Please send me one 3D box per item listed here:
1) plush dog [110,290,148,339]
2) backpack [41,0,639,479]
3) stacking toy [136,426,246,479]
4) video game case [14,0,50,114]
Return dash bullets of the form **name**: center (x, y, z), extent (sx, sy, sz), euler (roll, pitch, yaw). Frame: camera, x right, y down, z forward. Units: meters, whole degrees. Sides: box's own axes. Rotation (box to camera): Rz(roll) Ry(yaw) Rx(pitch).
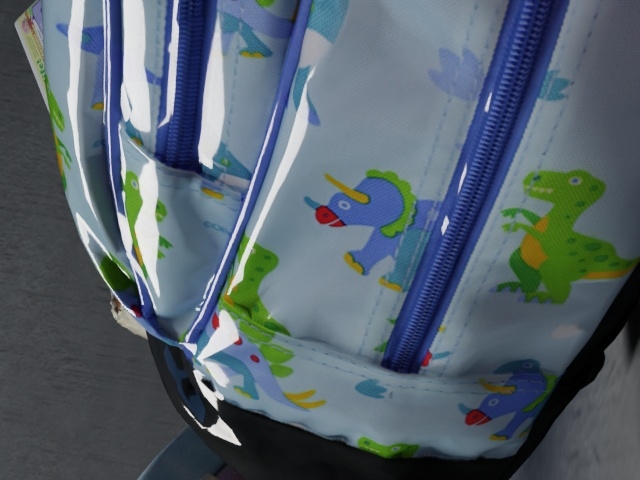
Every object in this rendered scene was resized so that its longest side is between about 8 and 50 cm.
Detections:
- **plush dog**: center (0.000, 0.000, 1.103), extent (0.262, 0.211, 0.225), euler (0, 62, 57)
- **backpack**: center (0.038, -0.123, 0.410), extent (0.355, 0.273, 0.290), euler (129, 161, -55)
- **stacking toy**: center (-0.126, 0.206, 0.739), extent (0.309, 0.130, 0.279), euler (-54, -19, -8)
- **video game case**: center (-0.174, -0.127, 1.251), extent (0.193, 0.023, 0.212), euler (-27, 84, 51)
